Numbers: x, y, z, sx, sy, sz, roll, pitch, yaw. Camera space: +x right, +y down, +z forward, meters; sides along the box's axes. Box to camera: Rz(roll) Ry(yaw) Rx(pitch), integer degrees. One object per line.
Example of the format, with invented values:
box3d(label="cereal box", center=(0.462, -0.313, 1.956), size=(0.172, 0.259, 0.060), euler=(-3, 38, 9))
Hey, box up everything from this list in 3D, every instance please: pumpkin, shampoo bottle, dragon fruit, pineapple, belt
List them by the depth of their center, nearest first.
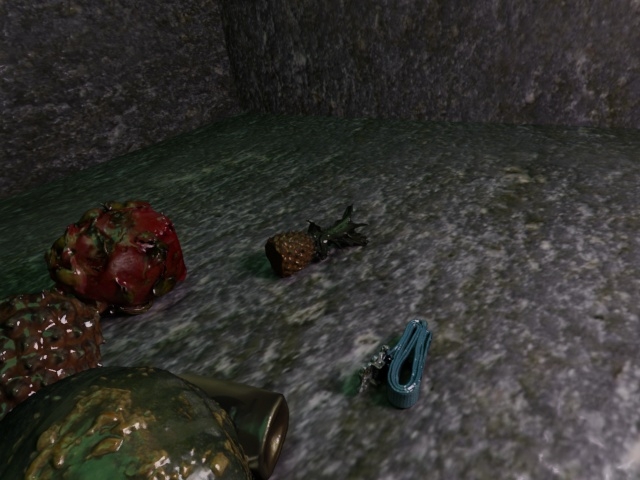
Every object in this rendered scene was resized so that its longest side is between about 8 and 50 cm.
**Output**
box3d(label="pumpkin", center=(-0.204, 0.296, 0.420), size=(0.291, 0.257, 0.328), euler=(13, 75, 27))
box3d(label="pineapple", center=(-0.387, 0.247, 0.541), size=(0.174, 0.175, 0.362), euler=(-5, 64, 6))
box3d(label="shampoo bottle", center=(-0.225, 0.256, 0.630), size=(0.349, 0.084, 0.126), euler=(4, 40, 18))
box3d(label="belt", center=(0.140, 0.205, 0.754), size=(0.099, 0.065, 0.179), euler=(15, 33, 21))
box3d(label="dragon fruit", center=(-0.478, 0.052, 1.005), size=(0.291, 0.250, 0.269), euler=(-19, 49, -30))
box3d(label="pineapple", center=(0.000, 0.000, 1.103), size=(0.277, 0.119, 0.130), euler=(-24, 13, -29))
